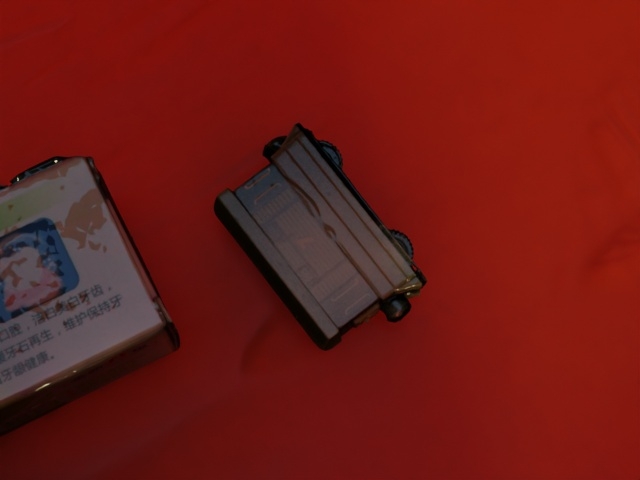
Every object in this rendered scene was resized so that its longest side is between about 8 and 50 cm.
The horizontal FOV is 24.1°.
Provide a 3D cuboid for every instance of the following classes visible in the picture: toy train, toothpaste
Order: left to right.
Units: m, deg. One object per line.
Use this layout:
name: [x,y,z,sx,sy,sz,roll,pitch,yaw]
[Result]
toothpaste: [-0.224,0.076,0.585,0.336,0.067,0.081,-26,78,-6]
toy train: [0.000,0.000,0.622,0.056,0.038,0.093,-37,81,-6]
